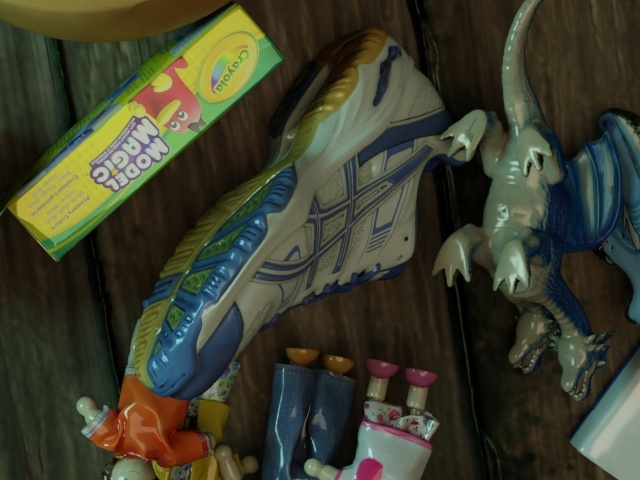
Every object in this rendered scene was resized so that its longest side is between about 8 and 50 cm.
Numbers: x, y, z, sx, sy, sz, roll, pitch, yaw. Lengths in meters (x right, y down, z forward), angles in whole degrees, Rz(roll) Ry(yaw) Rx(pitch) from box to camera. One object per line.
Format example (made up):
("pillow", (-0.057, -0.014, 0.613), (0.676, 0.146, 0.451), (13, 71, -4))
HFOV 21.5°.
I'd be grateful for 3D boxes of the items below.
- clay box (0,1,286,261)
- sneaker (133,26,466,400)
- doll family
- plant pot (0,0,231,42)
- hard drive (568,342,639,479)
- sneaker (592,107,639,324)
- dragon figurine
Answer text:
("clay box", (-0.127, -0.066, 1.093), (0.222, 0.127, 0.053), (-42, 103, 1))
("sneaker", (0.000, 0.000, 1.094), (0.131, 0.112, 0.296), (45, 66, -20))
("doll family", (-0.044, 0.150, 1.157), (0.263, 0.118, 0.163), (15, 80, -11))
("plant pot", (-0.145, -0.277, 0.965), (0.291, 0.203, 0.291), (-1, 83, 6))
("hard drive", (0.360, 0.079, 1.240), (0.210, 0.040, 0.318), (35, 93, -13))
("sneaker", (0.220, -0.014, 1.188), (0.073, 0.063, 0.162), (-17, 86, 26))
("dragon figurine", (0.150, -0.035, 1.150), (0.085, 0.144, 0.289), (4, 91, 34))
